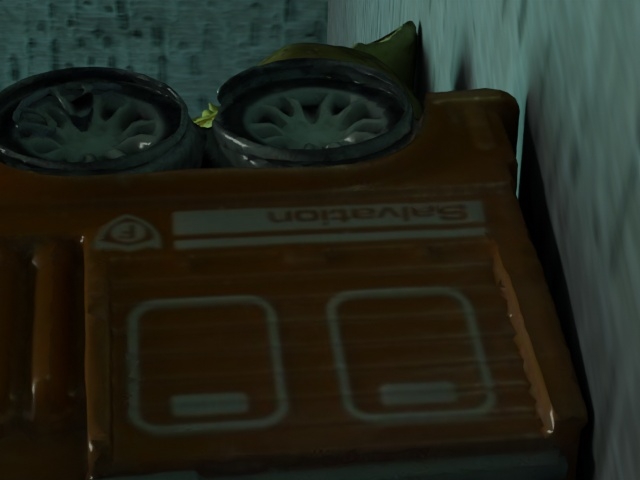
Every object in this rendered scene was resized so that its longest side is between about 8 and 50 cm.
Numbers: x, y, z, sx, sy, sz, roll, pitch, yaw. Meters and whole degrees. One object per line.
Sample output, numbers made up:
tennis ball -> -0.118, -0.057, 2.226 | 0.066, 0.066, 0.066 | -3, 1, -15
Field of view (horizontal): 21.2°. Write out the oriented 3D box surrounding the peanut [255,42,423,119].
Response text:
peanut -> 0.000, 0.000, 0.842 | 0.274, 0.125, 0.111 | 92, -158, -55

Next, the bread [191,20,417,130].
bread -> -0.054, -0.035, 0.977 | 0.142, 0.266, 0.178 | 54, 141, 1

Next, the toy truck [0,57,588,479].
toy truck -> -0.119, 0.065, 0.516 | 0.207, 0.387, 0.173 | -102, 10, -57
